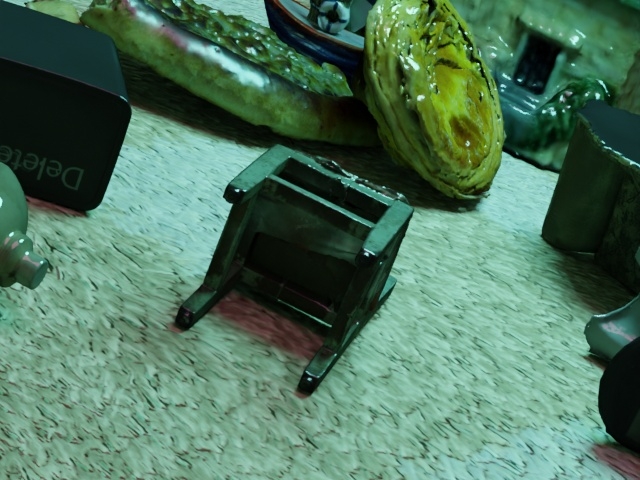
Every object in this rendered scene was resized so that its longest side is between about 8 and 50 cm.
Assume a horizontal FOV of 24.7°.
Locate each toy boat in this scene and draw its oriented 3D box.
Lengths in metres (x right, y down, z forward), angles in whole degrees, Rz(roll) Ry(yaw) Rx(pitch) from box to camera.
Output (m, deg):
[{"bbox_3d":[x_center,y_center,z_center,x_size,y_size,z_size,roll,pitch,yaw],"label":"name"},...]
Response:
[{"bbox_3d":[0.067,-0.323,1.888,0.219,0.318,0.072,50,29,1],"label":"toy boat"}]

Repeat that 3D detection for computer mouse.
[{"bbox_3d":[0.377,0.143,1.309,0.264,0.147,0.088,24,26,-3],"label":"computer mouse"}]

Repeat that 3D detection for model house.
[{"bbox_3d":[0.303,-0.374,2.086,0.445,0.400,0.395,35,22,24],"label":"model house"}]

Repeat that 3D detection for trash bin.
[{"bbox_3d":[-0.270,-0.137,1.365,0.165,0.115,0.225,16,19,-15],"label":"trash bin"}]

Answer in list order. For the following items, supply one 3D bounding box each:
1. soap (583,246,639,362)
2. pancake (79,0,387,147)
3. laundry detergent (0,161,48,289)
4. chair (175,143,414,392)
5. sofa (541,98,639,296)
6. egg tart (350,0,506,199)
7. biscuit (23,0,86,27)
[{"bbox_3d":[0.461,0.099,1.475,0.302,0.159,0.258,35,28,21],"label":"soap"},{"bbox_3d":[-0.080,-0.216,1.722,0.426,0.067,0.305,25,24,-20],"label":"pancake"},{"bbox_3d":[-0.318,-0.031,1.092,0.253,0.091,0.181,28,24,10],"label":"laundry detergent"},{"bbox_3d":[0.000,0.000,1.267,0.136,0.147,0.270,27,24,9],"label":"chair"},{"bbox_3d":[0.354,-0.018,1.617,0.182,0.200,0.258,-4,34,-28],"label":"sofa"},{"bbox_3d":[0.119,-0.173,1.728,0.297,0.132,0.297,34,46,-44],"label":"egg tart"},{"bbox_3d":[-0.281,-0.209,1.585,0.056,0.052,0.188,-1,30,-24],"label":"biscuit"}]
